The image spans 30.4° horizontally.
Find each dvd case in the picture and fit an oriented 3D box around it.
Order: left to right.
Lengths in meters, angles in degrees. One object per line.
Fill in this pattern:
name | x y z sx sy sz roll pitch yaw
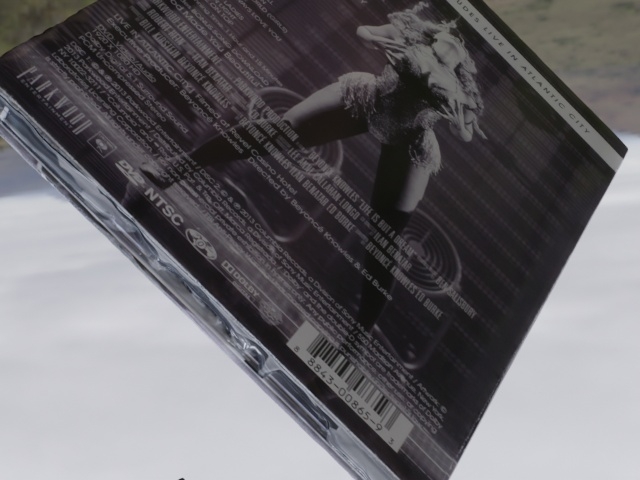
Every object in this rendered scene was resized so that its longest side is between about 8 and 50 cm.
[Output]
dvd case | 0.015 -0.037 0.390 0.018 0.164 0.221 -43 -177 41

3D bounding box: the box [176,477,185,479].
box | -0.139 0.397 0.902 0.179 0.312 0.343 -47 167 20
